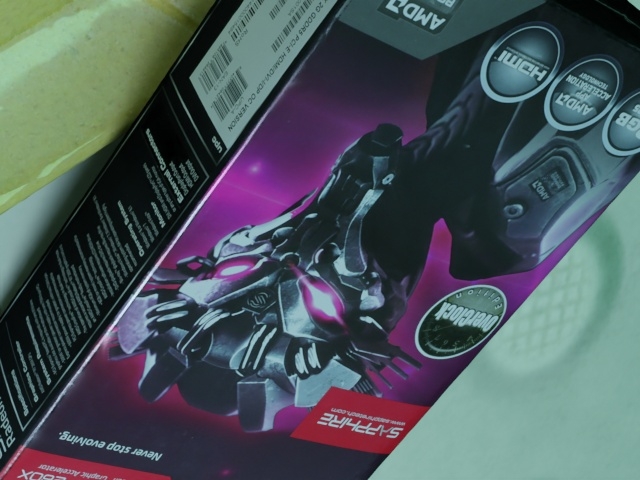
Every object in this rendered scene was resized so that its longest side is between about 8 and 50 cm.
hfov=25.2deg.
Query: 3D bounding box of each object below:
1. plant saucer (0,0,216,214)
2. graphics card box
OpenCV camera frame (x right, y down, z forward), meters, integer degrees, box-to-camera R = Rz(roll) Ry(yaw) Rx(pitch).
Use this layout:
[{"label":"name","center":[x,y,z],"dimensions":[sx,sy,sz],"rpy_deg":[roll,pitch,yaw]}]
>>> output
[{"label":"plant saucer","center":[-0.176,-0.103,0.572],"dimensions":[0.333,0.081,0.333],"rpy_deg":[-36,163,-18]},{"label":"graphics card box","center":[0.000,0.000,0.754],"dimensions":[0.233,0.094,0.371],"rpy_deg":[20,118,-39]}]
